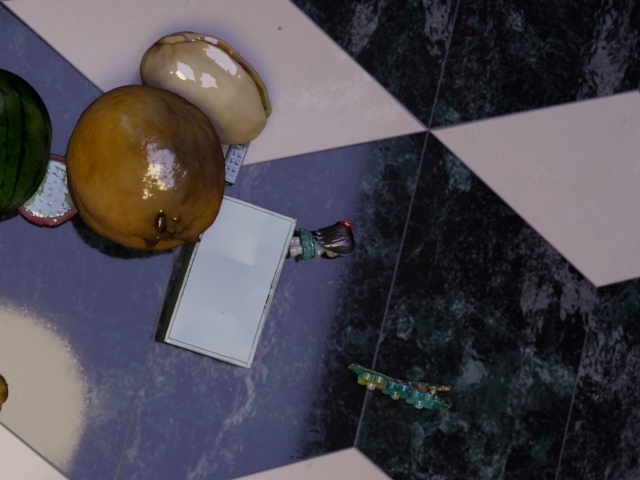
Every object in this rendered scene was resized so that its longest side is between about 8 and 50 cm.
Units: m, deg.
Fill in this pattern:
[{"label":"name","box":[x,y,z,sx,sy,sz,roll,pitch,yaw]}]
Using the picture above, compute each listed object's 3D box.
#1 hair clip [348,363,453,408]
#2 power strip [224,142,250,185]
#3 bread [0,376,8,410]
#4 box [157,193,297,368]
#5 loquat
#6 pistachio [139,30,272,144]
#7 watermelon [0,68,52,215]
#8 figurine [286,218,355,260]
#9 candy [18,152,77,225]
[{"label":"hair clip","box":[0.122,0.221,1.776,0.173,0.049,0.049,17,82,-14]},{"label":"power strip","box":[-0.127,-0.122,1.748,0.027,0.017,0.083,22,83,-14]},{"label":"bread","box":[-0.584,0.131,1.581,0.367,0.077,0.084,35,80,-9]},{"label":"box","box":[-0.135,0.057,1.698,0.129,0.086,0.225,20,81,-12]},{"label":"loquat","box":[-0.237,-0.099,1.610,0.193,0.238,0.238,14,80,-58]},{"label":"pistachio","box":[-0.166,-0.217,1.699,0.200,0.117,0.145,34,115,-21]},{"label":"watermelon","box":[-0.473,-0.142,1.588,0.204,0.127,0.232,0,87,7]},{"label":"figurine","box":[0.000,0.000,1.761,0.106,0.047,0.060,-7,52,-8]},{"label":"candy","box":[-0.383,-0.071,1.664,0.103,0.043,0.103,1,85,-12]}]
